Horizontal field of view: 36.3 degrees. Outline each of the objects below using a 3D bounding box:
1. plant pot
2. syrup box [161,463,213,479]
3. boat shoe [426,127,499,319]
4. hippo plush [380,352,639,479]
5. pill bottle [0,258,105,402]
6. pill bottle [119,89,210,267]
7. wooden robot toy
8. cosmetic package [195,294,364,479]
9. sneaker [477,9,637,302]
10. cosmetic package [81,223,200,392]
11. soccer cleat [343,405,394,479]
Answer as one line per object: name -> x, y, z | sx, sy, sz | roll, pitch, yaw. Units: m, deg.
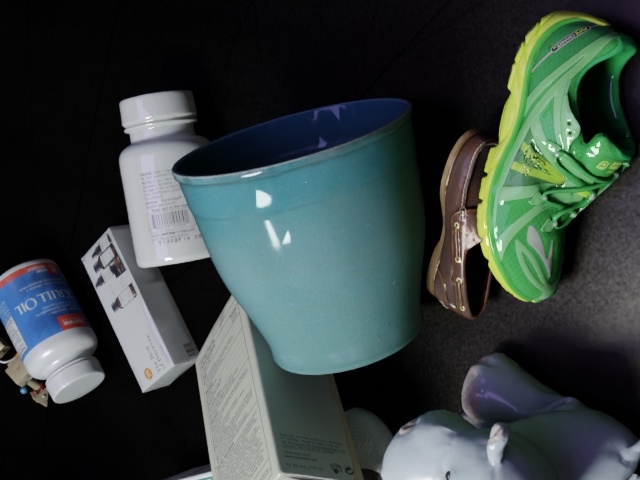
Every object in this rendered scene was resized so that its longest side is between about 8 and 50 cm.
plant pot -> 0.000, 0.000, 1.101 | 0.271, 0.271, 0.255 | 1, 114, 42
syrup box -> -0.135, 0.365, 1.385 | 0.237, 0.096, 0.093 | -24, 81, 43
boat shoe -> 0.169, -0.014, 1.051 | 0.073, 0.073, 0.207 | 41, 134, 50
hippo plush -> 0.193, 0.261, 0.972 | 0.294, 0.236, 0.234 | 13, 106, 40
pill bottle -> -0.444, 0.150, 1.607 | 0.124, 0.124, 0.221 | -48, 67, 37
pill bottle -> -0.206, -0.084, 1.343 | 0.131, 0.131, 0.229 | -8, 93, 43
wooden robot toy -> -0.518, 0.218, 1.743 | 0.173, 0.076, 0.079 | 37, 85, 32
cosmetic package -> -0.060, 0.215, 1.183 | 0.160, 0.113, 0.309 | -59, 29, 31
sneaker -> 0.236, -0.073, 0.958 | 0.123, 0.109, 0.296 | 21, 111, 42
cosmetic package -> -0.277, 0.102, 1.490 | 0.099, 0.060, 0.239 | -42, 70, 39
soccer cleat -> 0.015, 0.368, 1.232 | 0.143, 0.116, 0.331 | 39, 121, 37
